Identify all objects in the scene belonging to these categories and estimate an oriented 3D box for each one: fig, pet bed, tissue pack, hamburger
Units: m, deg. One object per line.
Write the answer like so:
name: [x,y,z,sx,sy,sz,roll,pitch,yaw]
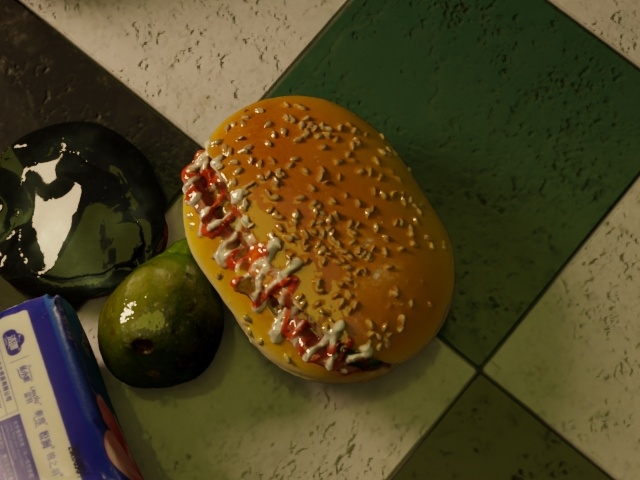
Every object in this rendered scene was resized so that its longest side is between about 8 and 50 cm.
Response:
fig: [-0.155,0.063,1.610,0.123,0.123,0.156,-1,57,3]
pet bed: [-0.254,-0.028,1.665,0.201,0.053,0.201,0,77,2]
tissue pack: [-0.285,0.204,1.518,0.209,0.137,0.269,-23,49,-8]
hamburger: [0.000,0.000,1.594,0.227,0.151,0.295,-34,75,-11]
